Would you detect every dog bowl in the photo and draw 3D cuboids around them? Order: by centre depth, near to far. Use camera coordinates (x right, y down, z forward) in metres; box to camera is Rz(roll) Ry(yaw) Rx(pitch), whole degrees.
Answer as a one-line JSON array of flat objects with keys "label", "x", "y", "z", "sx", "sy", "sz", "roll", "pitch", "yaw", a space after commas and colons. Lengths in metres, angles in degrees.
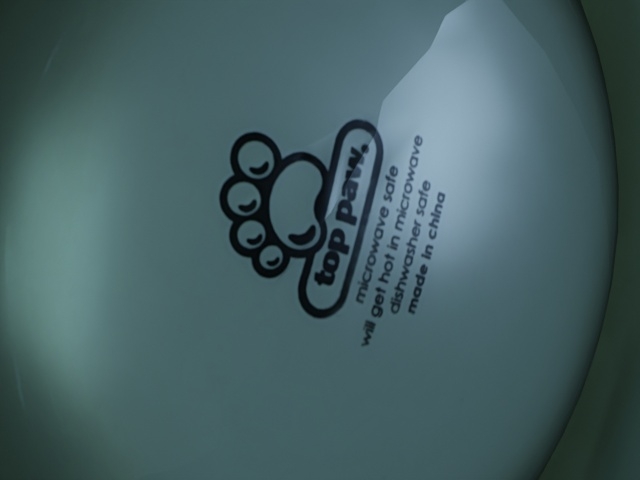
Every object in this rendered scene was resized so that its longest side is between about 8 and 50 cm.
[{"label": "dog bowl", "x": 0.000, "y": 0.000, "z": 0.562, "sx": 0.408, "sy": 0.150, "sz": 0.408, "roll": -5, "pitch": 99, "yaw": -37}]
